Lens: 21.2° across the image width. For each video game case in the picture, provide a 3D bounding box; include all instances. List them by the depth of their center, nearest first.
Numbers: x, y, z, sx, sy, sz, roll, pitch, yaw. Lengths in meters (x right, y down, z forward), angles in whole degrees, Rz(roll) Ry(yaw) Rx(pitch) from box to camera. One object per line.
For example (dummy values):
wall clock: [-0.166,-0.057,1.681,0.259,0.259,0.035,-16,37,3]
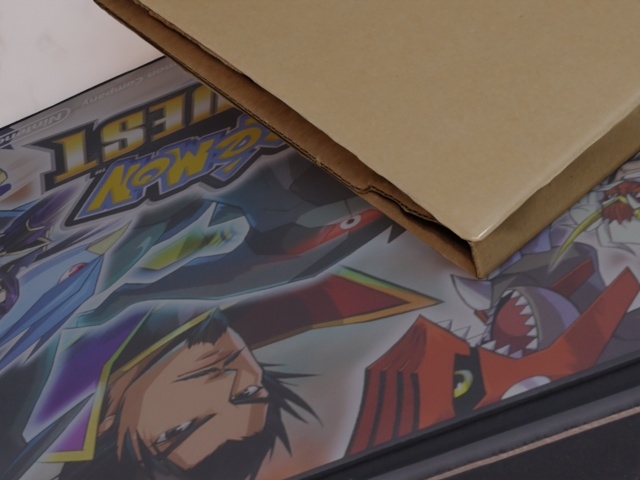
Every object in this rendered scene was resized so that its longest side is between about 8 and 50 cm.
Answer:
video game case: [0.000,0.000,0.435,0.275,0.248,0.035,-21,120,14]

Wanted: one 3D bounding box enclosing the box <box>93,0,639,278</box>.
box: [0.058,-0.093,0.426,0.201,0.021,0.164,-38,47,-16]
